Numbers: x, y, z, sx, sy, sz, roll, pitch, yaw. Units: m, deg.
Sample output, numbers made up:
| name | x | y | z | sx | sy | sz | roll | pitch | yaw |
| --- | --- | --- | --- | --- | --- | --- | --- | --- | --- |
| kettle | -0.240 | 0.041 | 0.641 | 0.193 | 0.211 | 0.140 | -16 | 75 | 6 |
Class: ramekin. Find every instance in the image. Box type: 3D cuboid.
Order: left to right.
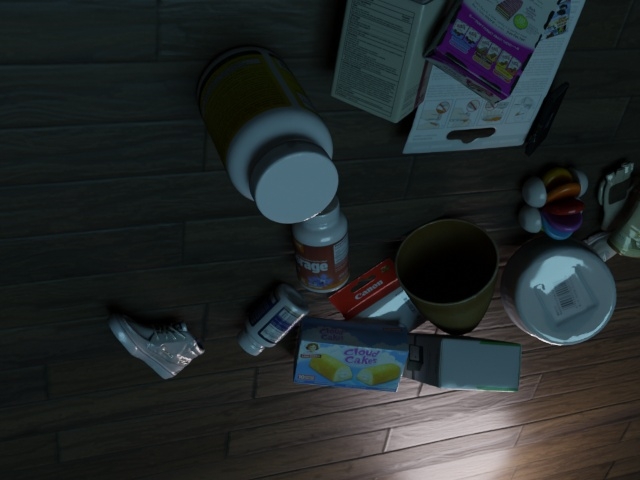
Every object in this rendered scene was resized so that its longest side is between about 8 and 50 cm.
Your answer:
| name | x | y | z | sx | sy | sz | roll | pitch | yaw |
| --- | --- | --- | --- | --- | --- | --- | --- | --- | --- |
| ramekin | 0.600 | 0.129 | 2.064 | 0.277 | 0.135 | 0.277 | 0 | 97 | 3 |

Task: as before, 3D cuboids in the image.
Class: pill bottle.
| name | x | y | z | sx | sy | sz | roll | pitch | yaw |
| --- | --- | --- | --- | --- | --- | --- | --- | --- | --- |
| pill bottle | -0.091 | -0.184 | 1.436 | 0.188 | 0.334 | 0.187 | -13 | 132 | -14 |
| pill bottle | -0.114 | 0.187 | 1.915 | 0.169 | 0.094 | 0.094 | -45 | 132 | 16 |
| pill bottle | 0.000 | 0.000 | 1.786 | 0.121 | 0.121 | 0.216 | -16 | 133 | -12 |

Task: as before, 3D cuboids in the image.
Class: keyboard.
| name | x | y | z | sx | sy | sz | roll | pitch | yaw |
| --- | --- | --- | --- | --- | --- | --- | --- | --- | --- |
| keyboard | 0.486 | -0.259 | 1.804 | 0.108 | 0.023 | 0.180 | -45 | 159 | -29 |

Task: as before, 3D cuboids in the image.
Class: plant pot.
| name | x | y | z | sx | sy | sz | roll | pitch | yaw |
| --- | --- | --- | --- | --- | --- | --- | --- | --- | --- |
| plant pot | 0.313 | 0.115 | 1.974 | 0.237 | 0.237 | 0.254 | -25 | 142 | -3 |

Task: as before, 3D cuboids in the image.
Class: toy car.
| name | x | y | z | sx | sy | sz | roll | pitch | yaw |
| --- | --- | --- | --- | --- | --- | --- | --- | --- | --- |
| toy car | 0.571 | -0.079 | 1.970 | 0.159 | 0.136 | 0.182 | -15 | 133 | -13 |

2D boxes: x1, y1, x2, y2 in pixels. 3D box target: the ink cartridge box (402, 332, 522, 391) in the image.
| name | x | y | z | sx | sy | sz | roll | pitch | yaw |
| --- | --- | --- | --- | --- | --- | --- | --- | --- | --- |
| ink cartridge box | 0.339 | 0.300 | 2.064 | 0.211 | 0.289 | 0.121 | 5 | 86 | -14 |

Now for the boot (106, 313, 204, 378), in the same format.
| name | x | y | z | sx | sy | sz | roll | pitch | yaw |
| --- | --- | --- | --- | --- | --- | --- | --- | --- | --- |
| boot | -0.359 | 0.209 | 1.835 | 0.123 | 0.095 | 0.258 | -36 | 143 | -1 |

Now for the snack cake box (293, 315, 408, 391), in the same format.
| name | x | y | z | sx | sy | sz | roll | pitch | yaw |
| --- | --- | --- | --- | --- | --- | --- | --- | --- | --- |
| snack cake box | 0.072 | 0.281 | 2.032 | 0.265 | 0.089 | 0.152 | 6 | 129 | -5 |

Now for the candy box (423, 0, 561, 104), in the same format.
| name | x | y | z | sx | sy | sz | roll | pitch | yaw |
| --- | --- | --- | --- | --- | --- | --- | --- | --- | --- |
| candy box | 0.306 | -0.382 | 1.448 | 0.159 | 0.071 | 0.233 | 32 | 82 | -11 |

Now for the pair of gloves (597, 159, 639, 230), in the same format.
| name | x | y | z | sx | sy | sz | roll | pitch | yaw |
| --- | --- | --- | --- | --- | --- | --- | --- | --- | --- |
| pair of gloves | 0.812 | -0.140 | 2.094 | 0.240 | 0.042 | 0.204 | -24 | 133 | -4 |

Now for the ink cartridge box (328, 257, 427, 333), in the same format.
| name | x | y | z | sx | sy | sz | roll | pitch | yaw |
| --- | --- | --- | --- | --- | --- | --- | --- | --- | --- |
| ink cartridge box | 0.153 | 0.170 | 2.052 | 0.189 | 0.066 | 0.232 | -34 | 138 | 6 |

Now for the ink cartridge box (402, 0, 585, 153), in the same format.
| name | x | y | z | sx | sy | sz | roll | pitch | yaw |
| --- | --- | --- | --- | --- | --- | --- | --- | --- | --- |
| ink cartridge box | 0.330 | -0.358 | 1.666 | 0.308 | 0.091 | 0.385 | -6 | 136 | -20 |

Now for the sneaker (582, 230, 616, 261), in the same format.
| name | x | y | z | sx | sy | sz | roll | pitch | yaw |
| --- | --- | --- | --- | --- | --- | --- | --- | --- | --- |
| sneaker | 0.702 | 0.080 | 2.179 | 0.262 | 0.121 | 0.099 | -32 | 135 | 4 |

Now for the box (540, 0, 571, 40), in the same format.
| name | x | y | z | sx | sy | sz | roll | pitch | yaw |
| --- | --- | --- | --- | --- | --- | --- | --- | --- | --- |
| box | 0.403 | -0.418 | 1.552 | 0.137 | 0.027 | 0.094 | -19 | 138 | -8 |

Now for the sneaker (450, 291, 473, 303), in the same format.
| name | x | y | z | sx | sy | sz | roll | pitch | yaw |
| --- | --- | --- | --- | --- | --- | --- | --- | --- | --- |
| sneaker | 0.380 | 0.165 | 2.158 | 0.071 | 0.068 | 0.169 | -32 | 139 | -34 |

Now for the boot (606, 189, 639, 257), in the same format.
| name | x | y | z | sx | sy | sz | roll | pitch | yaw |
| --- | --- | --- | --- | --- | --- | --- | --- | --- | --- |
| boot | 0.882 | -0.053 | 2.108 | 0.262 | 0.095 | 0.203 | 4 | 124 | -22 |

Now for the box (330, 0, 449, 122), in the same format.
| name | x | y | z | sx | sy | sz | roll | pitch | yaw |
| --- | --- | --- | --- | --- | --- | --- | --- | --- | --- |
| box | 0.124 | -0.357 | 1.489 | 0.127 | 0.149 | 0.232 | -41 | 151 | -47 |
